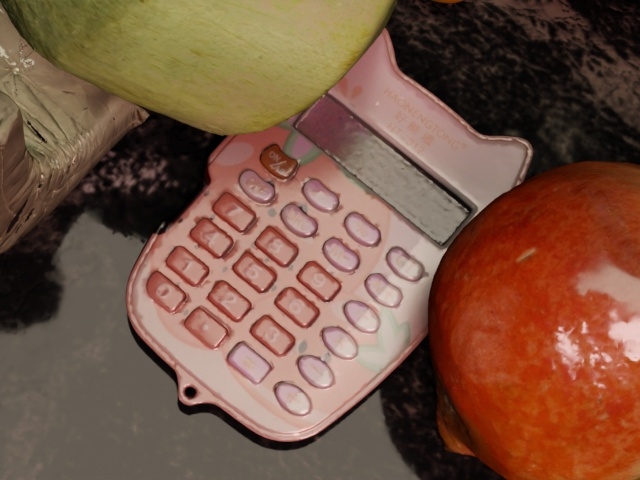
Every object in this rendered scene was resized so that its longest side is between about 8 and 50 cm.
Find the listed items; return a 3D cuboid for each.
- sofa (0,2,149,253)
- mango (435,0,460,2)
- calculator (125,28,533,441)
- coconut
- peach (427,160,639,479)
[{"bbox_3d":[-0.256,-0.122,1.001,0.210,0.225,0.176,40,76,10],"label":"sofa"},{"bbox_3d":[0.093,-0.247,1.162,0.080,0.060,0.114,-32,82,-11],"label":"mango"},{"bbox_3d":[0.000,0.000,1.085,0.220,0.048,0.330,40,75,6],"label":"calculator"},{"bbox_3d":[-0.070,-0.225,1.010,0.328,0.328,0.281,-23,37,-12],"label":"coconut"},{"bbox_3d":[0.178,0.070,1.000,0.232,0.256,0.232,34,35,-28],"label":"peach"}]
